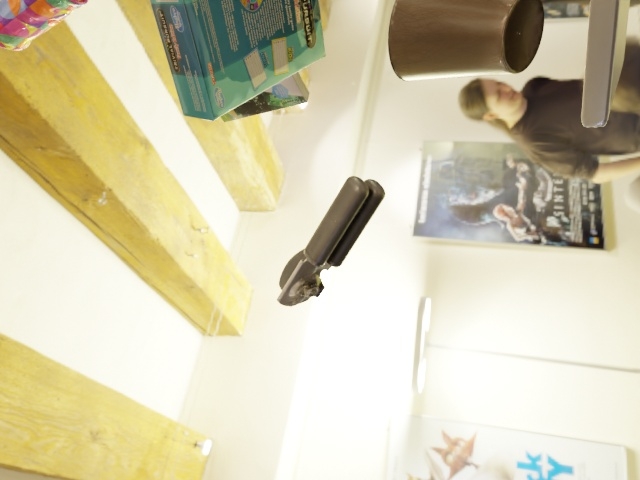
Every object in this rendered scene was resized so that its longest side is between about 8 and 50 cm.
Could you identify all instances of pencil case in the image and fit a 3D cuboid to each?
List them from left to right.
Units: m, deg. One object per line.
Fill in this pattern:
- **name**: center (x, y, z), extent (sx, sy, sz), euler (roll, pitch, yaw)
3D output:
- **pencil case**: center (-0.533, -0.440, 1.005), extent (0.104, 0.236, 0.104), euler (24, -120, -51)

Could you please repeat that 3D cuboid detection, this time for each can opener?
- **can opener**: center (0.000, 0.000, 0.914), extent (0.076, 0.095, 0.283), euler (4, -52, -41)

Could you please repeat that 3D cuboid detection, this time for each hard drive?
- **hard drive**: center (0.565, -0.398, 1.052), extent (0.353, 0.047, 0.233), euler (-48, -44, -44)

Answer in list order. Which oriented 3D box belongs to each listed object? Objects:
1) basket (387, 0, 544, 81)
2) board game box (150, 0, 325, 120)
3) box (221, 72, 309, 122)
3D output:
- **basket**: center (0.256, -0.373, 0.949), extent (0.154, 0.227, 0.204), euler (-3, -69, -43)
- **board game box**: center (-0.128, -0.393, 0.932), extent (0.336, 0.079, 0.254), euler (-44, -42, -40)
- **box**: center (-0.226, -0.502, 1.694), extent (0.232, 0.322, 0.058), euler (55, -142, -45)
